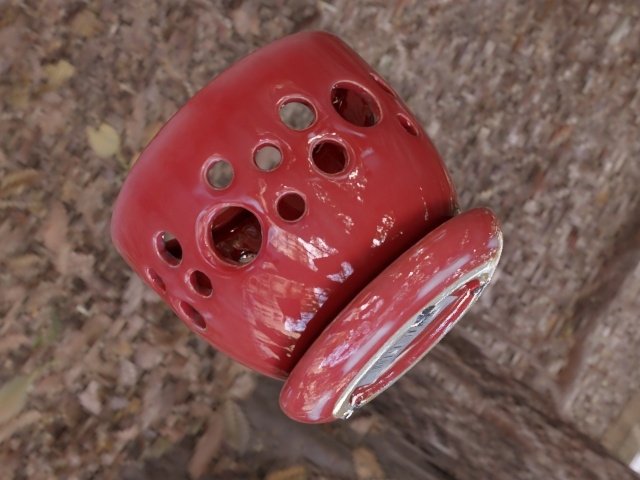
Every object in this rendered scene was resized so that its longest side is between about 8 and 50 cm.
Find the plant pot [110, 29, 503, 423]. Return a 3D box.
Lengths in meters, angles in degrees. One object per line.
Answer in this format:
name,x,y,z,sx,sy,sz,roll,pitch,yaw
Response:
plant pot,0.000,0.000,0.753,0.191,0.174,0.191,-41,166,-12
